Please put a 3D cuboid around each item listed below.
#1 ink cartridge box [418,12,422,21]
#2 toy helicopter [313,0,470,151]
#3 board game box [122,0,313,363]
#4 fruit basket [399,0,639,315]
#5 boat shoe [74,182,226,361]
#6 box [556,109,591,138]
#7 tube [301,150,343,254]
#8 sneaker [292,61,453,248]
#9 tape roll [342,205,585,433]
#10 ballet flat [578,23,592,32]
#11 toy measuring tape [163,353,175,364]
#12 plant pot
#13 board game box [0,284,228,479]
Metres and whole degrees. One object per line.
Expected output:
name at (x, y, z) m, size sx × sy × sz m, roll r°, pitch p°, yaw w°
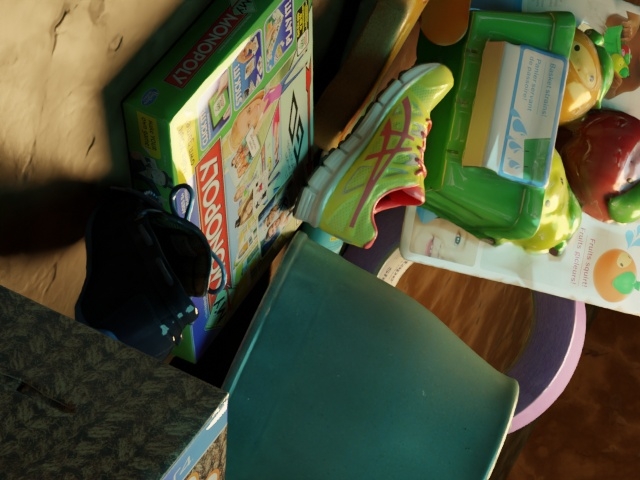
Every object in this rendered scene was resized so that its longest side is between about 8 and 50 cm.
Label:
ink cartridge box at (0.224, -0.326, 1.900) m, size 0.296 × 0.066 × 0.261 m, roll -64°, pitch 154°, yaw -2°
toy helicopter at (0.087, -0.242, 1.648) m, size 0.355 × 0.140 × 0.235 m, roll -60°, pitch 173°, yaw 17°
board game box at (-0.077, -0.068, 1.481) m, size 0.213 × 0.046 × 0.317 m, roll -54°, pitch 159°, yaw -33°
fruit basket at (0.262, -0.104, 1.801) m, size 0.165 × 0.353 × 0.327 m, roll 176°, pitch -74°, yaw -69°
boat shoe at (-0.112, 0.027, 1.263) m, size 0.109 × 0.089 × 0.258 m, roll 58°, pitch 9°, yaw -25°
box at (0.292, -0.147, 2.216) m, size 0.158 × 0.156 × 0.093 m, roll -43°, pitch 152°, yaw -50°
tube at (0.000, 0.000, 1.785) m, size 0.080 × 0.052 × 0.207 m, roll -33°, pitch 150°, yaw -47°
sneaker at (0.068, -0.074, 1.610) m, size 0.208 × 0.094 × 0.081 m, roll -51°, pitch 171°, yaw -18°
tape roll at (0.151, 0.083, 1.928) m, size 0.275 × 0.275 × 0.090 m, roll -64°, pitch 161°, yaw -3°
ballet flat at (0.345, -0.337, 2.280) m, size 0.221 × 0.077 × 0.079 m, roll -62°, pitch 143°, yaw -26°
toy measuring tape at (-0.158, 0.232, 1.525) m, size 0.330 × 0.121 × 0.121 m, roll -59°, pitch 161°, yaw -19°
plant pot at (0.038, 0.165, 1.649) m, size 0.271 × 0.255 × 0.271 m, roll 24°, pitch 90°, yaw -89°
board game box at (-0.198, 0.194, 1.181) m, size 0.141 × 0.232 × 0.291 m, roll -50°, pitch 157°, yaw -40°
